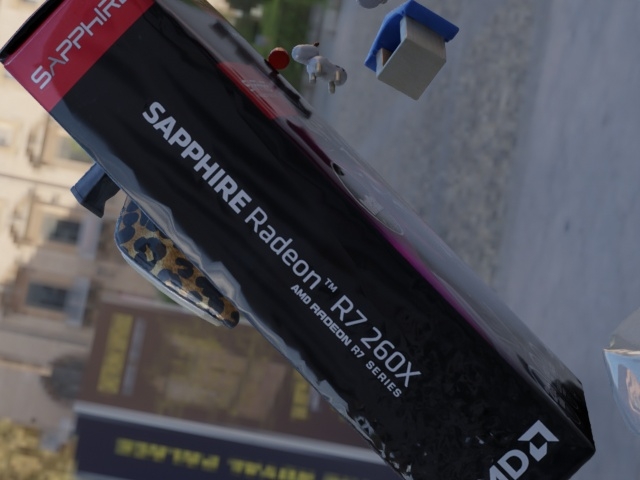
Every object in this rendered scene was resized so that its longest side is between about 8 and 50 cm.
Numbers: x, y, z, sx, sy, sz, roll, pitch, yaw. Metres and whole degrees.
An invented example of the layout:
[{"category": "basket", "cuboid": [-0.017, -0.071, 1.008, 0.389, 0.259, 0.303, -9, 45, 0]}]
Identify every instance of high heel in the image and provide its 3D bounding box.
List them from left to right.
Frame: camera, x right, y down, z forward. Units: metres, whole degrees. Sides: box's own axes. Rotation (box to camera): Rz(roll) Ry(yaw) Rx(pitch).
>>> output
[{"category": "high heel", "cuboid": [-0.113, -0.048, 1.481, 0.186, 0.261, 0.093, -49, -35, 3]}]

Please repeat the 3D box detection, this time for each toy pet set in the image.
[{"category": "toy pet set", "cuboid": [0.039, -0.158, 1.098, 0.122, 0.114, 0.065, -52, 19, 29]}]

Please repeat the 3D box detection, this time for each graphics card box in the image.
[{"category": "graphics card box", "cuboid": [0.000, 0.000, 0.918, 0.094, 0.371, 0.233, -44, -3, 8]}]

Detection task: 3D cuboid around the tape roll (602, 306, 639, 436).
[{"category": "tape roll", "cuboid": [0.394, 0.040, 1.109, 0.392, 0.392, 0.072, -133, 22, -85]}]
